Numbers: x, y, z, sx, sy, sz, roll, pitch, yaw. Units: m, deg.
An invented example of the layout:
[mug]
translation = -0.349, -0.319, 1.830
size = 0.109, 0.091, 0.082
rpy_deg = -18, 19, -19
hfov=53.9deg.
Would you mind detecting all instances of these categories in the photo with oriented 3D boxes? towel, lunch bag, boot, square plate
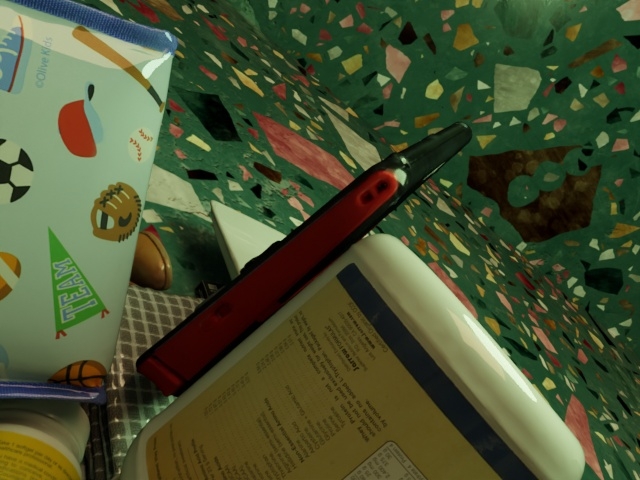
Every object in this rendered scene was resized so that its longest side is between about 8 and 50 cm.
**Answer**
[towel]
translation = -0.154, 0.182, 0.705
size = 0.235, 0.121, 0.284
rpy_deg = 19, 34, -41
[lunch bag]
translation = -0.341, -0.055, 0.488
size = 0.385, 0.328, 0.238
rpy_deg = 12, 1, -30
[boot]
translation = -0.291, 0.024, 0.768
size = 0.197, 0.073, 0.152
rpy_deg = 24, 24, 32
[square plate]
translation = -0.023, 0.120, 1.018
size = 0.344, 0.049, 0.347
rpy_deg = 29, 27, -44

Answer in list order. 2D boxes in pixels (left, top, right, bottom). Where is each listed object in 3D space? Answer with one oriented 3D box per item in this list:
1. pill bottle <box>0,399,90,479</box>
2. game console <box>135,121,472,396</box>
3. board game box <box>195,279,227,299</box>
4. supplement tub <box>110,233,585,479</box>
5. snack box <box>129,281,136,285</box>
[pill bottle]
translation = -0.258, 0.220, 0.487
size = 0.119, 0.119, 0.209
rpy_deg = 33, 27, -20
[game console]
translation = 0.000, 0.000, 0.683
size = 0.060, 0.342, 0.386
rpy_deg = 48, 26, 3
[board game box]
translation = -0.099, 0.131, 0.981
size = 0.186, 0.026, 0.126
rpy_deg = 18, 35, -44
[supplement tub]
translation = 0.000, 0.173, 0.467
size = 0.228, 0.316, 0.228
rpy_deg = 49, 4, -4
[snack box]
translation = -0.290, 0.007, 0.899
size = 0.064, 0.022, 0.178
rpy_deg = 21, 33, -37
